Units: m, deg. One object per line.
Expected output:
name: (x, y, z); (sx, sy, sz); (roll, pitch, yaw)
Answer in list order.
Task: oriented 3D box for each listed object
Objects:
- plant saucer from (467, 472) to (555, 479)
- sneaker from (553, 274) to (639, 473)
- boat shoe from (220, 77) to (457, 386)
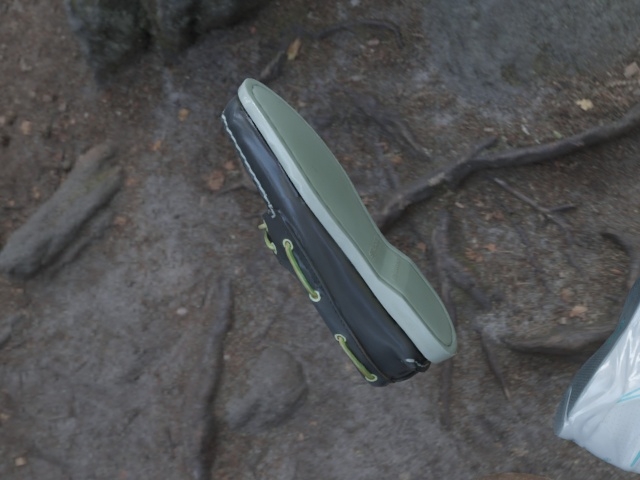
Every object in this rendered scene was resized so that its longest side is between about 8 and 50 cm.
plant saucer: (0.156, 0.282, 0.676); (0.198, 0.036, 0.199); (2, 96, 23)
sneaker: (0.183, 0.050, 0.449); (0.061, 0.054, 0.152); (33, 88, 10)
boat shoe: (0.000, 0.000, 0.581); (0.068, 0.081, 0.228); (-33, 97, 23)
